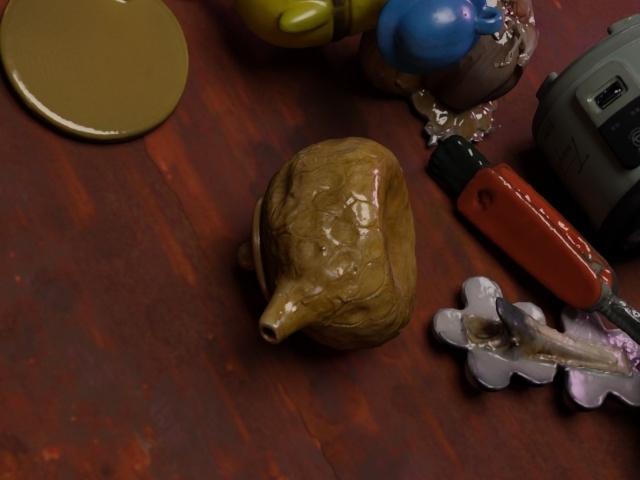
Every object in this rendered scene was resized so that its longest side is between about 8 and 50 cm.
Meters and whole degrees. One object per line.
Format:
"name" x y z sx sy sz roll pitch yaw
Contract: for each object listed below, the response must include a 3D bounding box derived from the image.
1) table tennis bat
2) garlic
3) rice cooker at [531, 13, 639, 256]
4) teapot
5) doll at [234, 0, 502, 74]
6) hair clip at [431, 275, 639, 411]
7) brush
"table tennis bat" -0.217 -0.241 1.610 0.198 0.050 0.321 22 58 -15
"garlic" 0.162 -0.185 1.692 0.207 0.207 0.256 8 29 -23
"rice cooker" 0.372 -0.105 1.701 0.227 0.280 0.241 60 16 22
"teapot" 0.000 0.000 1.519 0.167 0.203 0.311 -6 30 16
"doll" 0.028 -0.265 1.610 0.363 0.145 0.199 19 49 29
"hair clip" 0.237 0.109 1.625 0.257 0.075 0.146 19 40 -25
"brush" 0.242 0.007 1.660 0.323 0.070 0.051 41 30 11
